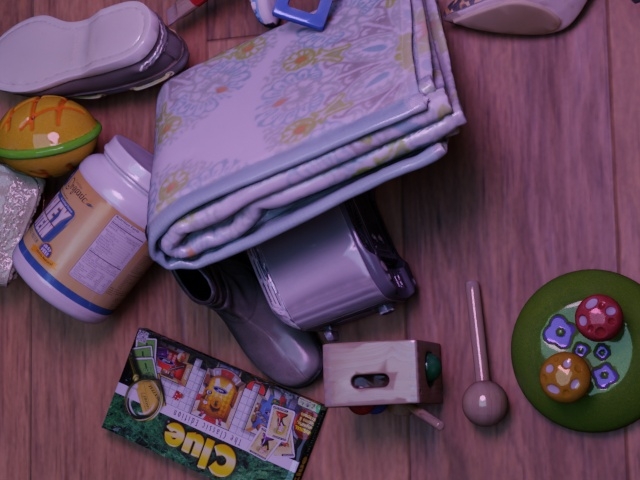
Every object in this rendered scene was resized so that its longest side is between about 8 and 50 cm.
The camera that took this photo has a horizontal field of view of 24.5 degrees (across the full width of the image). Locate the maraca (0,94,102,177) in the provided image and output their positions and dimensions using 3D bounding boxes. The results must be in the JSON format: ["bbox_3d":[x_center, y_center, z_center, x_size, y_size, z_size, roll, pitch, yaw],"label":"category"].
[{"bbox_3d":[-0.354,-0.129,1.825,0.185,0.127,0.099,6,115,35],"label":"maraca"}]

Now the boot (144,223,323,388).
[{"bbox_3d":[-0.107,0.075,1.717,0.083,0.161,0.246,-44,72,10],"label":"boot"}]

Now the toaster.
[{"bbox_3d":[0.000,0.000,1.708,0.146,0.129,0.227,-27,77,17],"label":"toaster"}]

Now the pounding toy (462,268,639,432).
[{"bbox_3d":[0.263,0.120,1.611,0.237,0.110,0.183,-3,83,18],"label":"pounding toy"}]

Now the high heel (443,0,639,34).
[{"bbox_3d":[0.266,-0.338,1.692,0.261,0.093,0.186,-9,63,27],"label":"high heel"}]

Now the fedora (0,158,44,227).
[{"bbox_3d":[-0.453,-0.049,1.896,0.194,0.079,0.194,-2,83,20],"label":"fedora"}]

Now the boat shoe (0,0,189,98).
[{"bbox_3d":[-0.299,-0.226,1.846,0.305,0.091,0.109,-4,69,37],"label":"boat shoe"}]

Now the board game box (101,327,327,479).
[{"bbox_3d":[-0.131,0.214,1.781,0.259,0.030,0.136,20,93,20],"label":"board game box"}]

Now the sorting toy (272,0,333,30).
[{"bbox_3d":[0.028,-0.411,1.719,0.196,0.047,0.348,32,75,6],"label":"sorting toy"}]

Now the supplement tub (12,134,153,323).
[{"bbox_3d":[-0.262,-0.014,1.791,0.144,0.144,0.200,42,98,19],"label":"supplement tub"}]

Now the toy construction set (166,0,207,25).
[{"bbox_3d":[-0.244,-0.406,1.814,0.237,0.257,0.309,-32,80,33],"label":"toy construction set"}]

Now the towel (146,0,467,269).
[{"bbox_3d":[-0.023,-0.141,1.667,0.374,0.090,0.320,-22,33,14],"label":"towel"}]

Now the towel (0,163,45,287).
[{"bbox_3d":[-0.413,-0.024,1.831,0.110,0.027,0.148,17,85,-3],"label":"towel"}]

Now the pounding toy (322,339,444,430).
[{"bbox_3d":[0.084,0.164,1.657,0.141,0.130,0.100,-4,83,19],"label":"pounding toy"}]

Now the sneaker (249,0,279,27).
[{"bbox_3d":[-0.041,-0.354,1.795,0.083,0.071,0.191,4,85,14],"label":"sneaker"}]
